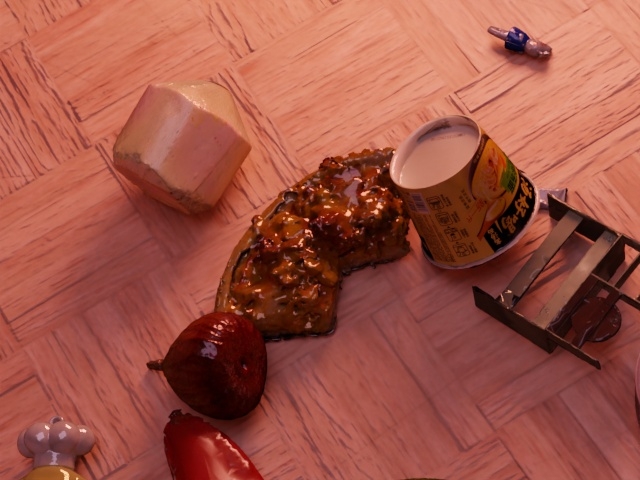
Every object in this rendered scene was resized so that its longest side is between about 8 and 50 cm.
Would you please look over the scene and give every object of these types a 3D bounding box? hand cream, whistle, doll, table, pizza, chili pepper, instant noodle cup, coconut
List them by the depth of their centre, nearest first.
[{"bbox_3d":[-0.078,0.329,1.805,0.110,0.110,0.387,-24,57,-2],"label":"chili pepper"},{"bbox_3d":[-0.296,0.269,1.901,0.106,0.062,0.162,-2,60,5],"label":"doll"},{"bbox_3d":[0.282,0.051,1.907,0.175,0.062,0.146,33,72,26],"label":"table"},{"bbox_3d":[0.155,-0.059,1.931,0.151,0.122,0.151,-21,41,19],"label":"instant noodle cup"},{"bbox_3d":[0.000,0.000,1.977,0.305,0.085,0.161,-42,64,-11],"label":"pizza"},{"bbox_3d":[0.239,-0.052,2.001,0.093,0.019,0.030,8,62,7],"label":"hand cream"},{"bbox_3d":[-0.159,-0.120,2.039,0.147,0.147,0.152,26,79,22],"label":"coconut"},{"bbox_3d":[0.242,-0.242,2.095,0.083,0.029,0.033,26,33,17],"label":"whistle"}]

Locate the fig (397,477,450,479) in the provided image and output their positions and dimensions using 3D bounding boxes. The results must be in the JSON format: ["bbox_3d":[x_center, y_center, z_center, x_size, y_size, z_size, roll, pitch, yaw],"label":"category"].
[{"bbox_3d":[0.134,0.332,1.751,0.203,0.235,0.203,5,99,38],"label":"fig"}]

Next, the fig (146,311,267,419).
[{"bbox_3d":[-0.135,0.133,1.913,0.153,0.119,0.119,9,64,14],"label":"fig"}]

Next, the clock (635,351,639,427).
[{"bbox_3d":[0.430,0.158,1.819,0.197,0.068,0.196,-5,61,9],"label":"clock"}]
